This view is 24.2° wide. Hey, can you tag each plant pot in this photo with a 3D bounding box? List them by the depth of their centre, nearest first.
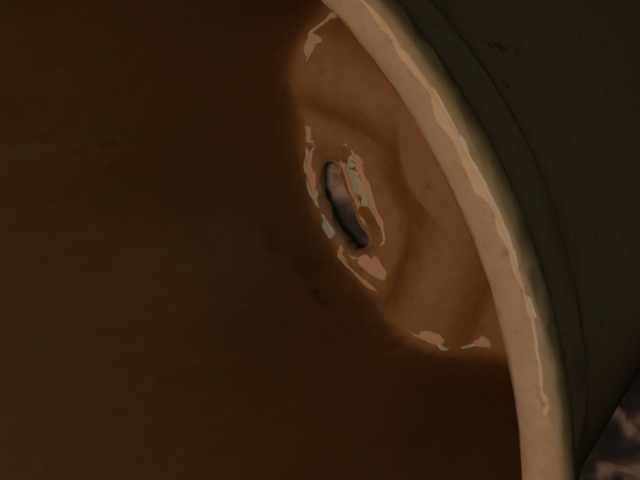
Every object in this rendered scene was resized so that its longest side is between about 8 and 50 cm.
[{"bbox_3d":[0.000,0.000,0.559,0.334,0.305,0.334,12,112,31],"label":"plant pot"}]
